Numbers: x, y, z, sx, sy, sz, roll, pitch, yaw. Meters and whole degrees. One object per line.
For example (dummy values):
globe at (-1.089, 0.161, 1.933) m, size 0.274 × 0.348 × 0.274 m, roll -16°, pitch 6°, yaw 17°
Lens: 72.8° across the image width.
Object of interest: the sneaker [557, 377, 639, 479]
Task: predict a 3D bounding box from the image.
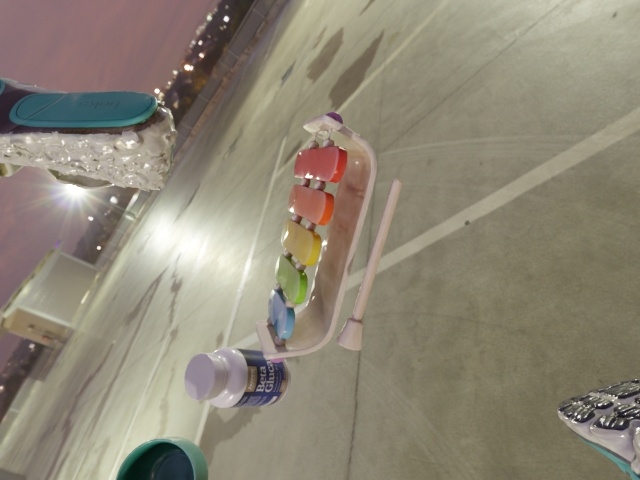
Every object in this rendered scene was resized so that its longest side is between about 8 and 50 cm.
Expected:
sneaker at (0.263, 0.171, 0.307) m, size 0.107 × 0.110 × 0.275 m, roll -20°, pitch -3°, yaw 5°

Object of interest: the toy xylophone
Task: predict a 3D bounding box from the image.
toy xylophone at (0.000, 0.000, 0.546) m, size 0.236 × 0.081 × 0.322 m, roll -171°, pitch 93°, yaw -72°

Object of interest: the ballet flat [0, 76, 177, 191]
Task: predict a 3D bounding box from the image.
ballet flat at (-0.386, -0.129, 0.563) m, size 0.147 × 0.409 × 0.147 m, roll 9°, pitch -90°, yaw -86°

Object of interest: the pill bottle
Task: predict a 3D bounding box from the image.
pill bottle at (-0.135, 0.227, 0.720) m, size 0.094 × 0.169 × 0.094 m, roll -12°, pitch 68°, yaw 33°

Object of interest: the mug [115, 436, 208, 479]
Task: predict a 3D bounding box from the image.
mug at (-0.261, 0.398, 0.706) m, size 0.158 × 0.129 × 0.097 m, roll -34°, pitch -20°, yaw -8°
